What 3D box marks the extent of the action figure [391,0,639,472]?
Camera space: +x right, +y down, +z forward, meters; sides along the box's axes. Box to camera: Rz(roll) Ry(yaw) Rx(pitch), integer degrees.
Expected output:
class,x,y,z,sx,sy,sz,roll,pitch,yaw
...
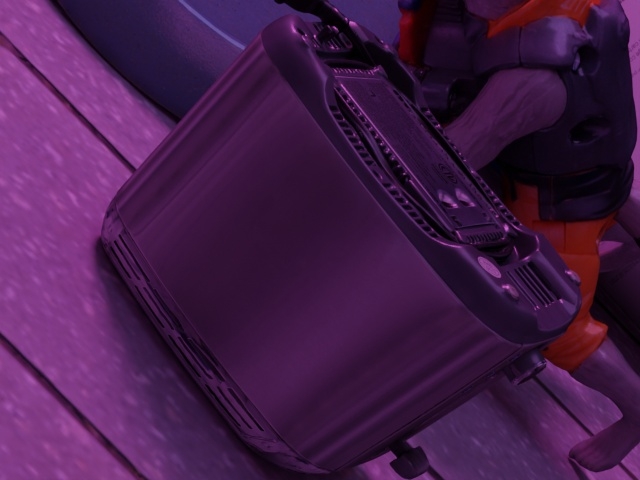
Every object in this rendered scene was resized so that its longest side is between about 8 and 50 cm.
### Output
class,x,y,z,sx,sy,sz,roll,pitch,yaw
action figure,0.151,-0.085,1.177,0.330,0.178,0.341,66,35,-35

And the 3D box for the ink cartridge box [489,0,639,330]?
class,x,y,z,sx,sy,sz,roll,pitch,yaw
ink cartridge box,0.249,-0.061,1.412,0.233,0.168,0.171,49,-11,5

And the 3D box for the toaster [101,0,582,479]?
class,x,y,z,sx,sy,sz,roll,pitch,yaw
toaster,0.000,0.000,0.927,0.227,0.146,0.129,52,20,12

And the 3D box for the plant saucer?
class,x,y,z,sx,sy,sz,roll,pitch,yaw
plant saucer,-0.041,-0.189,1.198,0.317,0.043,0.318,24,46,-27
